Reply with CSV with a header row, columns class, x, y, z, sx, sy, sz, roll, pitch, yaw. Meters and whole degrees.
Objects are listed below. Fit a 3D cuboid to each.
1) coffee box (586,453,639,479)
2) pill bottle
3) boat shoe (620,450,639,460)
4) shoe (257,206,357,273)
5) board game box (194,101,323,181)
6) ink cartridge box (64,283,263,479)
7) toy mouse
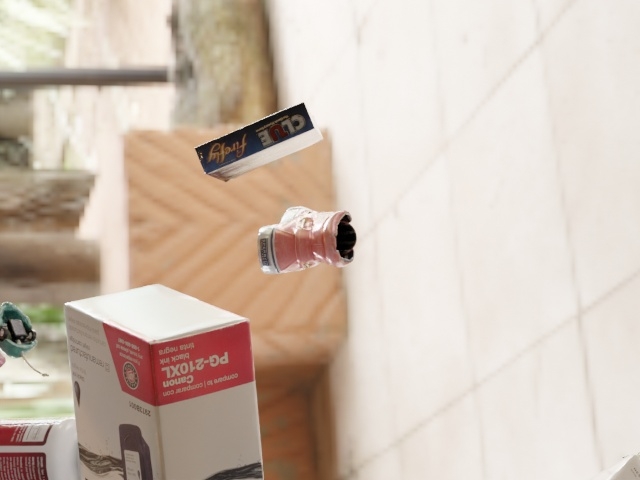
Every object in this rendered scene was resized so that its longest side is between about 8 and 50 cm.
class,x,y,z,sx,sy,sz,roll,pitch,yaw
coffee box,0.193,0.450,1.427,0.337,0.334,0.338,-37,84,30
pill bottle,-0.281,0.222,1.656,0.086,0.152,0.086,-3,-90,-69
boat shoe,0.313,0.229,1.635,0.100,0.035,0.035,-57,-24,-35
shoe,0.000,0.000,1.615,0.178,0.081,0.063,-26,-69,-75
board game box,-0.083,-0.138,2.335,0.243,0.165,0.042,1,-114,-87
ink cartridge box,-0.132,0.174,1.404,0.172,0.100,0.237,16,114,56
toy mouse,-0.332,0.101,1.618,0.031,0.143,0.161,-54,0,28
